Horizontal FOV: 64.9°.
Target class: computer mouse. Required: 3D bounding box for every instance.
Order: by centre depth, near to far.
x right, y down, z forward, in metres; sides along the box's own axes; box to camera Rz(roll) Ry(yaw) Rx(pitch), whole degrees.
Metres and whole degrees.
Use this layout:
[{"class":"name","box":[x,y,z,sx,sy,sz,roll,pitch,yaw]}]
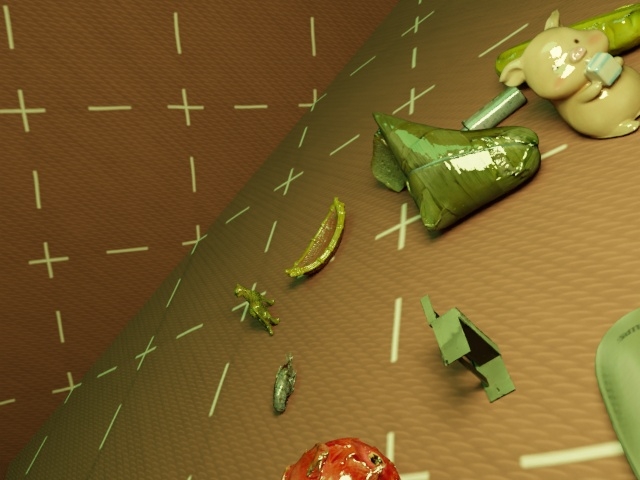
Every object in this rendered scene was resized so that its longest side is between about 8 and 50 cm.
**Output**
[{"class":"computer mouse","box":[0.464,0.206,0.641,0.197,0.095,0.330,-47,18,31]}]

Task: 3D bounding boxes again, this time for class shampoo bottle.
[{"class":"shampoo bottle","box":[0.472,-0.348,1.424,0.214,0.072,0.072,-38,29,19]}]

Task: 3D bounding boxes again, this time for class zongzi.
[{"class":"zongzi","box":[0.327,-0.249,1.239,0.323,0.360,0.160,-32,-13,21]}]

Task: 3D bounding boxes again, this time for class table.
[{"class":"table","box":[0.269,0.187,0.931,0.062,0.146,0.175,-38,29,21]}]

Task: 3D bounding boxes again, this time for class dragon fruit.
[{"class":"dragon fruit","box":[0.029,0.461,0.849,0.252,0.240,0.241,-38,25,-11]}]

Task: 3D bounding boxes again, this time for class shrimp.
[{"class":"shrimp","box":[-0.093,0.370,1.328,0.057,0.065,0.165,3,43,18]}]

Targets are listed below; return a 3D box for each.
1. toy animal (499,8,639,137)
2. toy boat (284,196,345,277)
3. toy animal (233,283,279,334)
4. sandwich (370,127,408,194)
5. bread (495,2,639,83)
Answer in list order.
[{"class":"toy animal","box":[0.570,-0.354,1.109,0.195,0.256,0.213,-47,16,6]},{"class":"toy boat","box":[0.003,0.006,1.626,0.141,0.099,0.317,2,52,53]},{"class":"toy animal","box":[-0.206,0.216,1.610,0.073,0.136,0.181,-45,28,7]},{"class":"sandwich","box":[0.278,-0.205,1.473,0.099,0.289,0.254,-48,-18,-13]},{"class":"bread","box":[0.648,-0.496,1.305,0.166,0.112,0.384,-34,19,-37]}]
